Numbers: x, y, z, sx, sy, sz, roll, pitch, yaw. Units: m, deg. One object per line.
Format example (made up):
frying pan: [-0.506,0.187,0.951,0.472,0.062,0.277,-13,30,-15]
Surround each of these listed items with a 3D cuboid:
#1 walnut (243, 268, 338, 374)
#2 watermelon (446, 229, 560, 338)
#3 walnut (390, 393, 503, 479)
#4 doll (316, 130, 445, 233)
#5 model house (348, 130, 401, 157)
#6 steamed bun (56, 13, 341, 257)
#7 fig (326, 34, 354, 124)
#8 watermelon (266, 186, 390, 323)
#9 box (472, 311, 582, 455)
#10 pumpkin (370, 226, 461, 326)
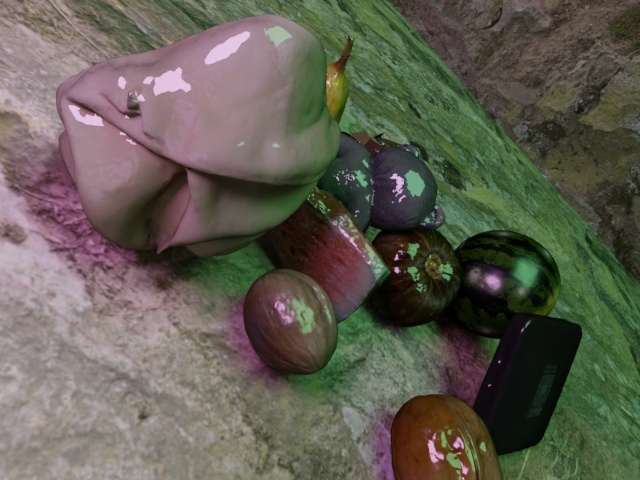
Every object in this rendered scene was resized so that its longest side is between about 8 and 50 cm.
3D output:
walnut: [-0.044,0.118,0.731,0.140,0.140,0.162,-4,74,-49]
watermelon: [0.400,0.100,1.121,0.269,0.269,0.269,29,42,-29]
walnut: [0.193,0.345,0.779,0.167,0.167,0.207,18,46,-38]
doll: [0.056,-0.096,0.964,0.158,0.341,0.245,79,6,-65]
model house: [0.059,-0.163,1.073,0.248,0.176,0.180,5,56,-33]
steamed bun: [-0.151,-0.106,0.663,0.342,0.368,0.255,-69,147,-84]
fig: [0.008,-0.340,1.084,0.159,0.257,0.159,15,52,-20]
watermelon: [0.000,0.000,0.832,0.256,0.193,0.140,50,36,-1]
box: [0.417,0.286,1.005,0.290,0.288,0.073,12,8,-42]
pumpkin: [0.175,0.067,1.011,0.219,0.162,0.218,6,80,-36]
